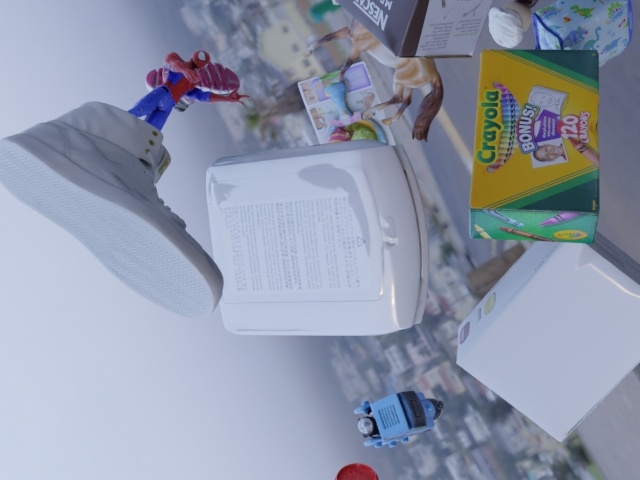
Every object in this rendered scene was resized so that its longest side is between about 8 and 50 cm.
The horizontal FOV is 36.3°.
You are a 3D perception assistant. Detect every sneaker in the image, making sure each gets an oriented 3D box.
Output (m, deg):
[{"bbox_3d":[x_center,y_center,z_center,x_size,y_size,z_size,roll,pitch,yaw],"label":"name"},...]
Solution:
[{"bbox_3d":[-0.224,-0.261,1.685,0.075,0.170,0.063,-54,51,56],"label":"sneaker"},{"bbox_3d":[-0.192,-0.051,1.074,0.292,0.108,0.169,38,-139,7],"label":"sneaker"}]

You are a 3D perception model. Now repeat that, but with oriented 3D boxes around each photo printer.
[{"bbox_3d":[0.000,0.000,1.295,0.107,0.307,0.256,-13,-83,-55],"label":"photo printer"}]

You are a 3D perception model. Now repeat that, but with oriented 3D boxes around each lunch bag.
[{"bbox_3d":[0.399,-0.307,1.484,0.096,0.129,0.151,60,-179,38],"label":"lunch bag"}]

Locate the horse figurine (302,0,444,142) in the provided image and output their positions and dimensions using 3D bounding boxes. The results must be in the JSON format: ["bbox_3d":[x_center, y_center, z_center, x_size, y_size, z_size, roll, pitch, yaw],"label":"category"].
[{"bbox_3d":[0.097,-0.271,1.487,0.263,0.174,0.066,39,-147,-13],"label":"horse figurine"}]

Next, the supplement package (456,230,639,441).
[{"bbox_3d":[0.362,0.124,1.460,0.204,0.262,0.145,37,-161,-4],"label":"supplement package"}]

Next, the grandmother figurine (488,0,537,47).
[{"bbox_3d":[0.456,-0.553,2.002,0.104,0.342,0.208,33,-170,13],"label":"grandmother figurine"}]

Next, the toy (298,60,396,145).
[{"bbox_3d":[0.052,-0.183,1.728,0.056,0.137,0.237,-43,-64,-60],"label":"toy"}]

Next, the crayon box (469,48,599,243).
[{"bbox_3d":[0.295,-0.134,1.342,0.081,0.165,0.278,74,-159,-58],"label":"crayon box"}]

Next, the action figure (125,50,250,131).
[{"bbox_3d":[-0.216,-0.201,1.467,0.280,0.139,0.091,-60,-36,-38],"label":"action figure"}]

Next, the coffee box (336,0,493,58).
[{"bbox_3d":[0.112,-0.316,0.943,0.141,0.098,0.246,52,138,40],"label":"coffee box"}]

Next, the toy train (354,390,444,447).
[{"bbox_3d":[0.133,0.289,1.596,0.184,0.105,0.080,11,-122,-58],"label":"toy train"}]

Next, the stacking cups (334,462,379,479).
[{"bbox_3d":[0.067,0.466,1.452,0.096,0.096,0.316,-112,17,-54],"label":"stacking cups"}]
